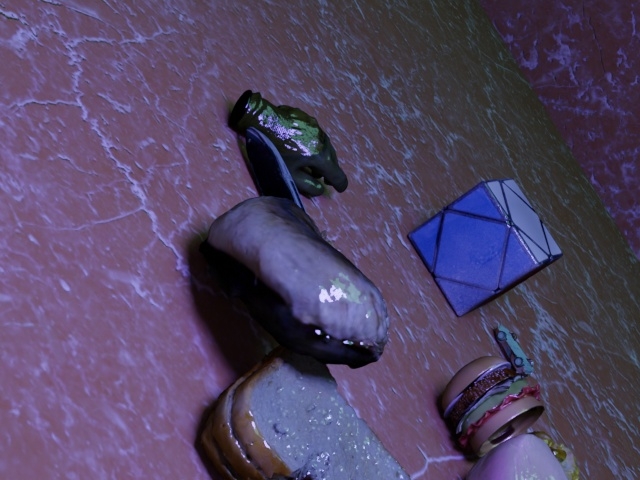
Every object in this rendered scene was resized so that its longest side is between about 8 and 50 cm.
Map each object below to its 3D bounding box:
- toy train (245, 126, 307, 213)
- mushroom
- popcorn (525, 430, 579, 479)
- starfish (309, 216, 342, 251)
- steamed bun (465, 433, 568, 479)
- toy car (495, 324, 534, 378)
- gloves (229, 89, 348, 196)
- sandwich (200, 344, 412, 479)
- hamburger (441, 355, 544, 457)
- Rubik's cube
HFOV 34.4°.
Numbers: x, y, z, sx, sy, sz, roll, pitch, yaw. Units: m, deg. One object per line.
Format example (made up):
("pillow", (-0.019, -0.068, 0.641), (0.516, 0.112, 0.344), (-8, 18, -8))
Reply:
("toy train", (-0.064, -0.081, 1.715), (0.048, 0.055, 0.251), (9, 53, -55))
("mushroom", (-0.026, 0.035, 1.420), (0.248, 0.130, 0.344), (13, 21, -27))
("popcorn", (0.387, 0.410, 1.800), (0.126, 0.126, 0.145), (56, 43, -19))
("starfish", (0.000, 0.000, 1.782), (0.086, 0.016, 0.092), (4, 57, -55))
("steamed bun", (0.300, 0.426, 1.596), (0.153, 0.170, 0.238), (4, 53, -34))
("toy car", (0.399, 0.228, 2.143), (0.059, 0.035, 0.122), (14, 37, -53))
("gloves", (-0.043, -0.167, 1.824), (0.268, 0.107, 0.135), (37, 61, -35))
("sandwich", (-0.018, 0.278, 1.312), (0.273, 0.095, 0.249), (53, 26, -2))
("hamburger", (0.282, 0.275, 1.757), (0.137, 0.175, 0.175), (51, 22, 26))
("Rubik's cube", (0.340, 0.009, 2.121), (0.205, 0.205, 0.207), (58, 27, 9))
